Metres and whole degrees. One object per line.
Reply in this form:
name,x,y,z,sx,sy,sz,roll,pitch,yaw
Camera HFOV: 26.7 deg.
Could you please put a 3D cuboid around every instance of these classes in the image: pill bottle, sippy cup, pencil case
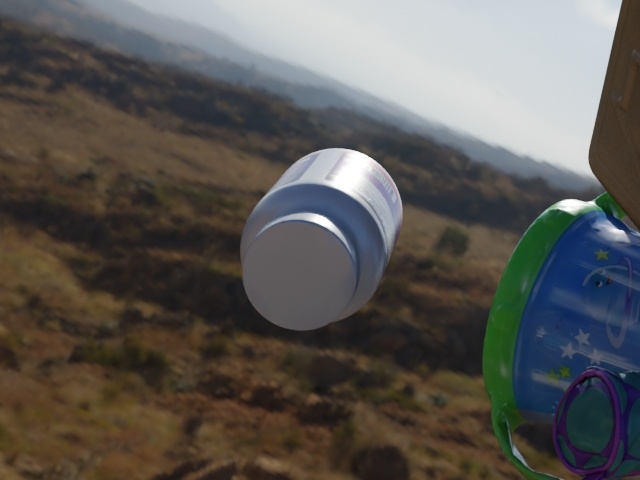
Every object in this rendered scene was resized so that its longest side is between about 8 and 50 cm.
pill bottle,0.000,0.000,1.008,0.108,0.108,0.193,29,17,1
sippy cup,0.312,0.099,1.319,0.224,0.306,0.240,20,17,33
pencil case,0.210,0.115,0.791,0.151,0.070,0.064,11,-15,-28

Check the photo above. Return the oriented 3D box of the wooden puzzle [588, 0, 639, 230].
wooden puzzle,0.317,-0.084,0.972,0.080,0.348,0.322,-15,44,-13
